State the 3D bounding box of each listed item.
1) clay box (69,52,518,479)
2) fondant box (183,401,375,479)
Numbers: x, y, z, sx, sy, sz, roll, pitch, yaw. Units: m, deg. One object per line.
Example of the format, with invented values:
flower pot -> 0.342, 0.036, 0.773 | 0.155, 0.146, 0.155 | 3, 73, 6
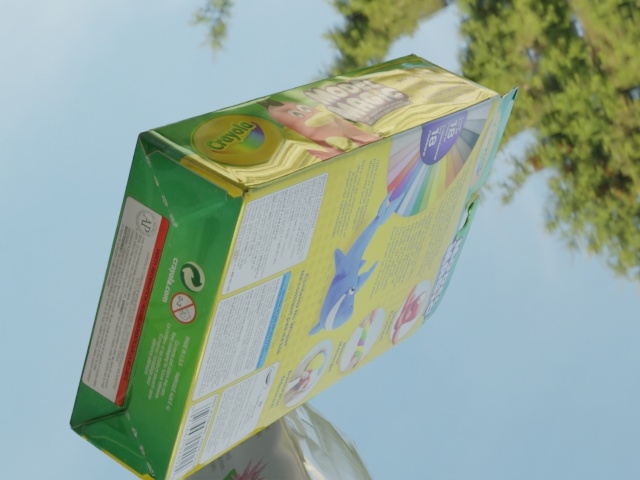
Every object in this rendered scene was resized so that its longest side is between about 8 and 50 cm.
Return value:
clay box -> 0.000, 0.000, 0.559 | 0.053, 0.127, 0.222 | 29, -152, 22
fondant box -> -0.089, 0.274, 0.871 | 0.330, 0.096, 0.238 | -50, -159, 6
